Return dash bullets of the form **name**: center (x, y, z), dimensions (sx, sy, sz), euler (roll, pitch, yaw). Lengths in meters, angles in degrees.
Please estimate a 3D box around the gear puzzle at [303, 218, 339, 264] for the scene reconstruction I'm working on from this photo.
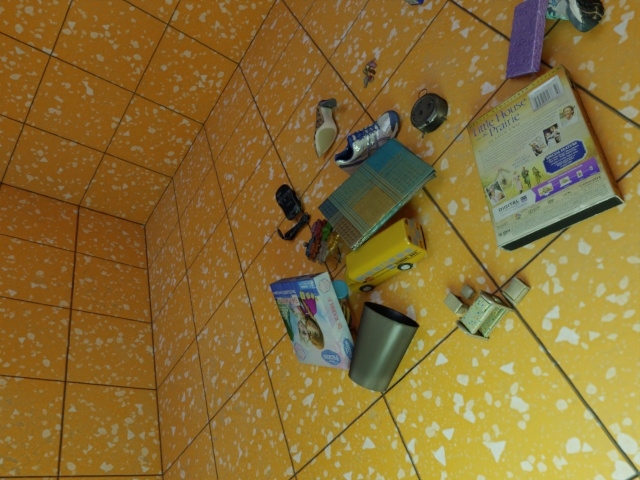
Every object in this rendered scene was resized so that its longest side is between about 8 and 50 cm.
- **gear puzzle**: center (0.000, 0.000, 1.867), dimensions (0.339, 0.044, 0.176), euler (-168, 97, -73)

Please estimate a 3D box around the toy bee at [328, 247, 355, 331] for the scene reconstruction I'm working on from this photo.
- **toy bee**: center (0.021, 0.194, 1.740), dimensions (0.299, 0.162, 0.195), euler (-102, 2, -47)

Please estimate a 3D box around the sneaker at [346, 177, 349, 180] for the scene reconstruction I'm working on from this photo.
- **sneaker**: center (0.200, -0.154, 1.746), dimensions (0.267, 0.101, 0.106), euler (29, 128, 47)

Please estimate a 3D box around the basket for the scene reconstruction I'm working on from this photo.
- **basket**: center (0.179, 0.328, 1.488), dimensions (0.204, 0.154, 0.227), euler (27, 100, 55)

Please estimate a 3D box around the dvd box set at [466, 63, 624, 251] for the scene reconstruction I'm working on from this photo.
- **dvd box set**: center (0.569, -0.217, 1.295), dimensions (0.307, 0.062, 0.421), euler (-33, 51, 41)

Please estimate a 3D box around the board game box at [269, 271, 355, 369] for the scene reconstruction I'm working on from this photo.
- **board game box**: center (-0.028, 0.277, 1.679), dimensions (0.318, 0.065, 0.318), euler (-16, 96, 57)

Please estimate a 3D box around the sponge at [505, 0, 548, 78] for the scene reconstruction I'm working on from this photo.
- **sponge**: center (0.589, -0.578, 1.392), dimensions (0.117, 0.031, 0.210), euler (-156, 70, -73)

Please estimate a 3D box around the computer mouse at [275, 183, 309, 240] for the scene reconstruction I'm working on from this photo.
- **computer mouse**: center (-0.144, -0.118, 2.190), dimensions (0.184, 0.060, 0.262), euler (-50, 52, 20)

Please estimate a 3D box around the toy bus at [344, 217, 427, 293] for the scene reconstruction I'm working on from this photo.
- **toy bus**: center (0.196, 0.059, 1.598), dimensions (0.332, 0.130, 0.108), euler (-35, 49, 39)

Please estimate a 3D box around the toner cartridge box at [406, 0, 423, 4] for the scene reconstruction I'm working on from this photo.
- **toner cartridge box**: center (0.387, -1.108, 1.855), dimensions (0.075, 0.165, 0.348), euler (33, 101, 53)

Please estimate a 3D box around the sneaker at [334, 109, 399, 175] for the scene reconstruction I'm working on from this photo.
- **sneaker**: center (0.172, -0.373, 1.829), dimensions (0.296, 0.130, 0.112), euler (-52, 38, 22)

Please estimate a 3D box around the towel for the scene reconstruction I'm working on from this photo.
- **towel**: center (0.181, -0.164, 1.644), dimensions (0.370, 0.040, 0.271), euler (-44, 44, 7)

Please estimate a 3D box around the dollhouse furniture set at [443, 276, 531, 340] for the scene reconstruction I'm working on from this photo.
- **dollhouse furniture set**: center (0.420, 0.140, 1.292), dimensions (0.182, 0.101, 0.161), euler (-58, 38, 17)

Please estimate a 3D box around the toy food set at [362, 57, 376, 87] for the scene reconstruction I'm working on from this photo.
- **toy food set**: center (0.204, -0.705, 2.031), dimensions (0.077, 0.019, 0.122), euler (-23, 57, 46)

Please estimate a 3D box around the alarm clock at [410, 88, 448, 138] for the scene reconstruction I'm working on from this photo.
- **alarm clock**: center (0.365, -0.454, 1.675), dimensions (0.129, 0.064, 0.192), euler (-37, 45, 38)

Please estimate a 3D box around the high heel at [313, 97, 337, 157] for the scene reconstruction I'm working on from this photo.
- **high heel**: center (0.008, -0.496, 2.163), dimensions (0.186, 0.093, 0.262), euler (-148, 71, -71)

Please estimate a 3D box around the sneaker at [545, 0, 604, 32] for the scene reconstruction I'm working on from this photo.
- **sneaker**: center (0.676, -0.653, 1.345), dimensions (0.122, 0.109, 0.283), euler (126, 147, -51)
